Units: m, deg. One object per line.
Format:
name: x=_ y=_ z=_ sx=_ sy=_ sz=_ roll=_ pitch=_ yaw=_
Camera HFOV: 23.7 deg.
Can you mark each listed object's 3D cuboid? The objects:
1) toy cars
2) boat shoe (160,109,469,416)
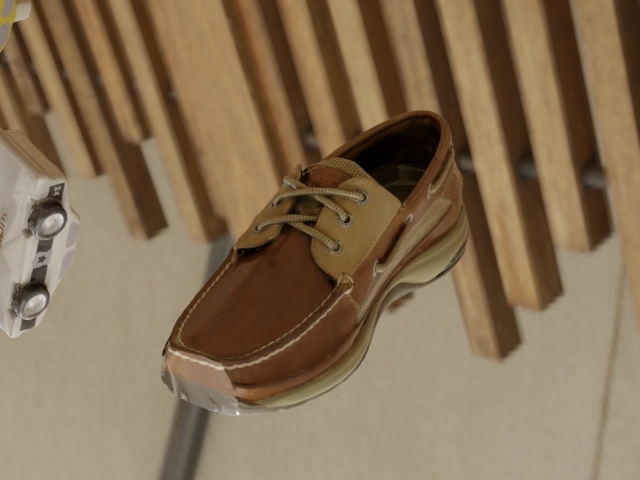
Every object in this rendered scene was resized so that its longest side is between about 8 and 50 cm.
toy cars: x=-0.281 y=-0.112 z=1.357 sx=0.087 sy=0.394 sz=0.176 roll=-20 pitch=-171 yaw=-41
boat shoe: x=0.000 y=0.000 z=1.048 sx=0.122 sy=0.120 sz=0.324 roll=15 pitch=-148 yaw=24
